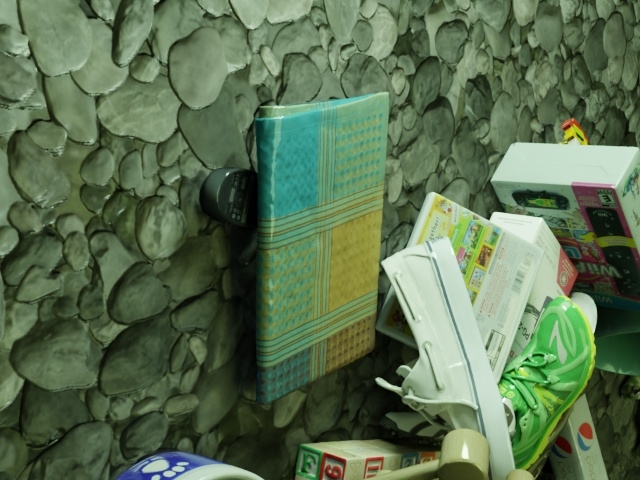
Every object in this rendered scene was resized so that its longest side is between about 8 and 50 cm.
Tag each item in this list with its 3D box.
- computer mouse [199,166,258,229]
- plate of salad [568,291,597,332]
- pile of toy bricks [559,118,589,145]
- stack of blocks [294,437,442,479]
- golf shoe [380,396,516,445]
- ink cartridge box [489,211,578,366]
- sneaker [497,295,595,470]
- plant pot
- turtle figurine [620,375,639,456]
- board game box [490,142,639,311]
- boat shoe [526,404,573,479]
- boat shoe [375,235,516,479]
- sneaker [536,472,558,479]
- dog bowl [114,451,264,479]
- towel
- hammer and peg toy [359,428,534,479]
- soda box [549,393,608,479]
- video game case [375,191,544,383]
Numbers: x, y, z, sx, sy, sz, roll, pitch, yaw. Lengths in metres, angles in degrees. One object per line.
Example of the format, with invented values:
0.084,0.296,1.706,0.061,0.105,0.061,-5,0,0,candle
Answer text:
-0.073,-0.039,1.328,0.242,0.041,0.071,22,79,-55,computer mouse
0.390,0.175,1.778,0.048,0.200,0.200,34,68,-18,plate of salad
0.459,-0.130,1.889,0.212,0.118,0.105,35,36,-34,pile of toy bricks
0.083,0.379,1.538,0.297,0.087,0.171,8,90,-50,stack of blocks
0.189,0.258,1.579,0.077,0.198,0.094,52,44,-85,golf shoe
0.306,0.101,1.734,0.172,0.100,0.237,47,63,-42,ink cartridge box
0.318,0.224,1.622,0.123,0.109,0.295,14,103,-41,sneaker
0.623,0.101,1.977,0.293,0.293,0.235,31,57,-47,plant pot
0.727,0.346,2.200,0.198,0.275,0.266,-10,113,-12,turtle figurine
0.444,-0.020,1.780,0.097,0.224,0.303,-57,133,-27,board game box
0.302,0.360,1.779,0.355,0.132,0.130,-41,145,-30,boat shoe
0.156,0.185,1.473,0.136,0.156,0.367,46,28,-79,boat shoe
0.388,0.502,1.947,0.161,0.057,0.075,-61,152,-24,sneaker
-0.160,0.385,1.245,0.265,0.104,0.265,-12,105,-48,dog bowl
0.000,0.000,1.379,0.271,0.040,0.370,-17,113,-54,towel
0.161,0.374,1.381,0.127,0.266,0.361,-63,140,-52,hammer and peg toy
0.466,0.391,1.967,0.074,0.069,0.216,-28,105,-43,soda box
0.211,0.072,1.597,0.206,0.026,0.227,27,74,-13,video game case
